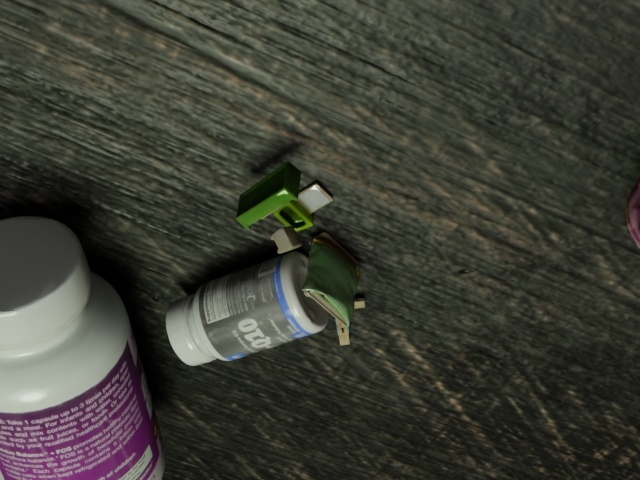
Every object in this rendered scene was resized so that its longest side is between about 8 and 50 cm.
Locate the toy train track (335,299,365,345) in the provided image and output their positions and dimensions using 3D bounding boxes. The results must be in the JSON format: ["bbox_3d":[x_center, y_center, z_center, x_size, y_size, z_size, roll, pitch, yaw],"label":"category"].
[{"bbox_3d":[0.019,0.071,1.031,0.048,0.014,0.083,-7,137,1],"label":"toy train track"}]

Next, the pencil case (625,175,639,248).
[{"bbox_3d":[0.417,0.062,0.898,0.160,0.167,0.386,-46,120,-1],"label":"pencil case"}]

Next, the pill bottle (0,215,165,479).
[{"bbox_3d":[-0.250,0.129,0.999,0.169,0.169,0.301,-1,132,5],"label":"pill bottle"}]

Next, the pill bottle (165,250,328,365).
[{"bbox_3d":[-0.069,0.066,0.989,0.137,0.078,0.078,-20,127,21],"label":"pill bottle"}]

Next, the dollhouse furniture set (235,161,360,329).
[{"bbox_3d":[0.000,0.000,0.925,0.059,0.076,0.152,-30,122,28],"label":"dollhouse furniture set"}]
